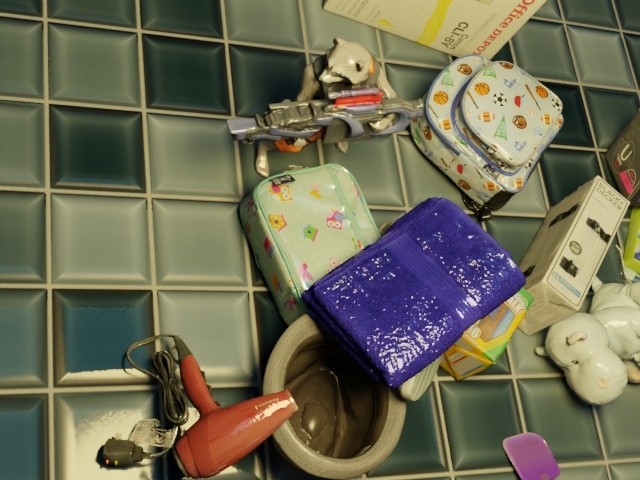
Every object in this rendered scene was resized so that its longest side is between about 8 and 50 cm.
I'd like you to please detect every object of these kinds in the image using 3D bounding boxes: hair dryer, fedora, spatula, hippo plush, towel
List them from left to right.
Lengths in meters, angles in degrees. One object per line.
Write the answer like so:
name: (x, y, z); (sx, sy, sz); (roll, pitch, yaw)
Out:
hair dryer: (-0.177, 0.241, 1.377); (0.293, 0.080, 0.224); (5, 64, 13)
fedora: (0.008, 0.261, 1.492); (0.243, 0.124, 0.275); (21, 54, -15)
towel: (0.150, 0.069, 1.477); (0.308, 0.076, 0.227); (-36, 62, -21)
spatula: (0.408, 0.481, 1.625); (0.084, 0.030, 0.296); (-12, 73, -21)
hippo plush: (0.543, 0.170, 1.706); (0.236, 0.234, 0.294); (-20, 77, -30)

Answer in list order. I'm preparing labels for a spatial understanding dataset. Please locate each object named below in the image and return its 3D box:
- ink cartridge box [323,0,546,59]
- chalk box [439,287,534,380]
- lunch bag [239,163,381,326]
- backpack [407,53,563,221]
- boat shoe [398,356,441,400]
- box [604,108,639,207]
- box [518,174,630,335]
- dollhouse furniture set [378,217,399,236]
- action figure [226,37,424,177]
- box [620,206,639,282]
ink cartridge box: (0.237, -0.536, 1.857); (0.384, 0.279, 0.160); (15, 63, -17)
chalk box: (0.282, 0.123, 1.671); (0.132, 0.132, 0.213); (41, 59, -2)
lunch bag: (0.000, 0.000, 1.616); (0.224, 0.108, 0.279); (-16, 75, -28)
backpack: (0.317, -0.226, 1.809); (0.263, 0.213, 0.276); (35, 61, 6)
boat shoe: (0.161, 0.158, 1.521); (0.075, 0.083, 0.226); (10, 55, 28)
box: (0.774, -0.149, 1.979); (0.270, 0.143, 0.165); (13, 42, -18)
box: (0.464, 0.028, 1.773); (0.087, 0.169, 0.290); (38, 57, -4)
dollhouse furniture set: (0.158, 0.028, 1.629); (0.161, 0.182, 0.101); (47, 58, 1)
action figure: (-0.021, -0.232, 1.579); (0.341, 0.330, 0.179); (-5, 69, -25)
box: (0.700, 0.015, 1.956); (0.109, 0.042, 0.178); (28, 59, -10)
